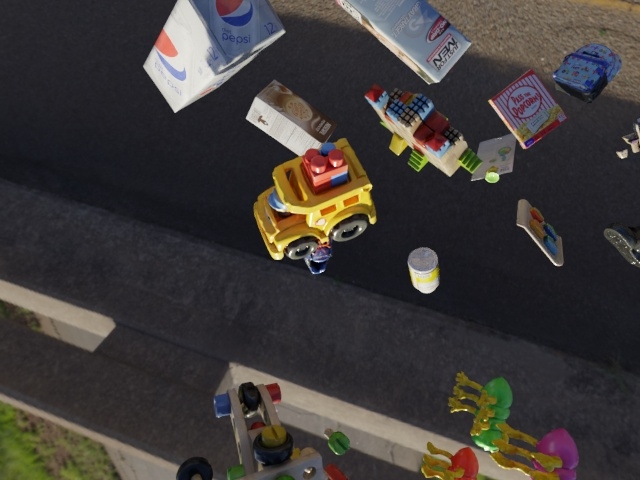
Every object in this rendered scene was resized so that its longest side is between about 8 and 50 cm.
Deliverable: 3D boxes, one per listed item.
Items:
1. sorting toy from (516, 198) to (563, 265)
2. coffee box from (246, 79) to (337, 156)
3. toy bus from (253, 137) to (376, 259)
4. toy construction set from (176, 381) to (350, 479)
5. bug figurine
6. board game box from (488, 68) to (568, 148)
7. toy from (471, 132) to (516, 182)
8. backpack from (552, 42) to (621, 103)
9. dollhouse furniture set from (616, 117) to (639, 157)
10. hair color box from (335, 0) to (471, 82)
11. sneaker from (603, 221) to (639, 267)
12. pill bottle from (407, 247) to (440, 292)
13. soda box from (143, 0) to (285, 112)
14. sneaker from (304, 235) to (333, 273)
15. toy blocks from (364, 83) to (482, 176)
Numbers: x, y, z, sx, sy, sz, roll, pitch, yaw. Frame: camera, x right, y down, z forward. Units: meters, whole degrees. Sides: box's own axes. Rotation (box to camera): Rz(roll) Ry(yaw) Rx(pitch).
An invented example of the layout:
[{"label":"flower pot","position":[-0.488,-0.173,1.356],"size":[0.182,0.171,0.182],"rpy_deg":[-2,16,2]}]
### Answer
[{"label":"sorting toy","position":[0.757,-0.036,1.528],"size":[0.208,0.193,0.038],"rpy_deg":[44,129,-6]},{"label":"coffee box","position":[-0.088,-0.377,1.413],"size":[0.247,0.141,0.098],"rpy_deg":[34,136,-6]},{"label":"toy bus","position":[-0.018,-0.084,0.789],"size":[0.221,0.149,0.211],"rpy_deg":[-23,157,-4]},{"label":"toy construction set","position":[-0.048,0.385,0.705],"size":[0.309,0.257,0.237],"rpy_deg":[20,172,-25]},{"label":"bug figurine","position":[0.197,0.275,0.485],"size":[0.072,0.279,0.216],"rpy_deg":[11,95,-5]},{"label":"board game box","position":[0.649,-0.411,1.403],"size":[0.147,0.045,0.193],"rpy_deg":[-38,93,15]},{"label":"toy","position":[0.622,-0.283,1.579],"size":[0.137,0.237,0.056],"rpy_deg":[-11,125,37]},{"label":"backpack","position":[0.868,-0.558,1.446],"size":[0.173,0.158,0.117],"rpy_deg":[-50,141,12]},{"label":"dollhouse furniture set","position":[0.814,-0.282,1.187],"size":[0.091,0.114,0.081],"rpy_deg":[-21,107,19]},{"label":"hair color box","position":[0.172,-0.545,1.078],"size":[0.375,0.185,0.113],"rpy_deg":[38,108,-6]},{"label":"sneaker","position":[0.575,-0.010,0.795],"size":[0.170,0.051,0.089],"rpy_deg":[34,97,-31]},{"label":"pill bottle","position":[0.425,0.129,1.824],"size":[0.118,0.117,0.215],"rpy_deg":[0,147,18]},{"label":"soda box","position":[-0.168,-0.272,0.643],"size":[0.091,0.098,0.286],"rpy_deg":[58,157,-19]},{"label":"sneaker","position":[0.000,0.000,0.981],"size":[0.083,0.087,0.221],"rpy_deg":[-9,150,-5]},{"label":"toy blocks","position":[0.298,-0.357,1.370],"size":[0.190,0.261,0.381],"rpy_deg":[-48,61,9]}]
